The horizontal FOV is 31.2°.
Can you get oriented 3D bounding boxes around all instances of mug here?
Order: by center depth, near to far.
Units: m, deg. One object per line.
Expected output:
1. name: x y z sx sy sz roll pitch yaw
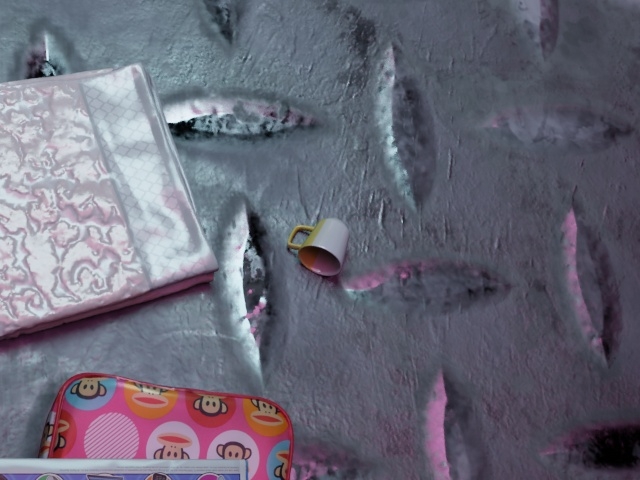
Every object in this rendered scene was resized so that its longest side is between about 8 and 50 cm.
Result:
1. mug: 0.003 0.000 1.535 0.078 0.062 0.064 32 55 -11

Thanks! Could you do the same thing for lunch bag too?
1. lunch bag: -0.183 0.298 1.321 0.293 0.120 0.258 12 67 -13

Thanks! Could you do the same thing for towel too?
1. towel: -0.323 -0.061 1.458 0.317 0.053 0.331 -15 73 -22

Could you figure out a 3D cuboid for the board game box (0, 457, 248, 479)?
1. board game box: -0.226 0.378 1.160 0.308 0.086 0.301 5 68 -19
